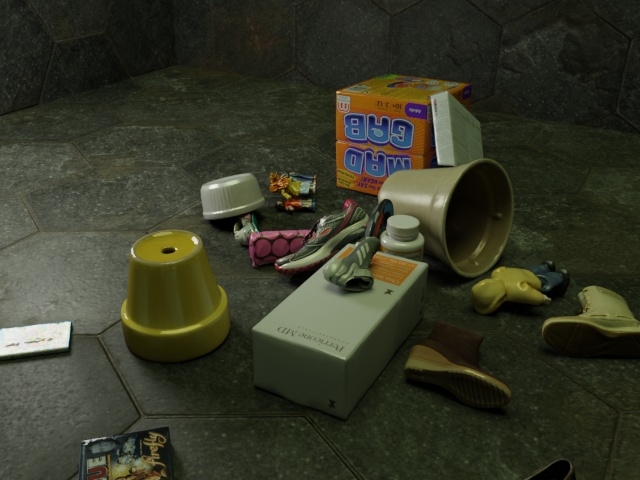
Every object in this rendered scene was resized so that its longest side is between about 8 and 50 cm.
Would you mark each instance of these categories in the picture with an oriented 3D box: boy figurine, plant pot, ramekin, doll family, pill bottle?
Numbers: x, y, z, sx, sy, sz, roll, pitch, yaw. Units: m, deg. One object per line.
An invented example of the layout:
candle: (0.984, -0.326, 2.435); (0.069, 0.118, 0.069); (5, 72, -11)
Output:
boy figurine: (0.521, 0.125, 1.786); (0.285, 0.092, 0.177); (-14, 31, -26)
plant pot: (0.342, -0.082, 1.991); (0.333, 0.334, 0.305); (-22, 23, -38)
ramekin: (-0.289, -0.147, 2.208); (0.207, 0.109, 0.207); (-12, 12, 3)
doll family: (-0.098, -0.195, 2.365); (0.163, 0.118, 0.263); (1, 27, 1)
pill bottle: (0.211, 0.046, 1.791); (0.117, 0.215, 0.117); (1, 26, -1)
plant pot: (-0.346, 0.116, 1.596); (0.253, 0.239, 0.254); (0, 30, 0)

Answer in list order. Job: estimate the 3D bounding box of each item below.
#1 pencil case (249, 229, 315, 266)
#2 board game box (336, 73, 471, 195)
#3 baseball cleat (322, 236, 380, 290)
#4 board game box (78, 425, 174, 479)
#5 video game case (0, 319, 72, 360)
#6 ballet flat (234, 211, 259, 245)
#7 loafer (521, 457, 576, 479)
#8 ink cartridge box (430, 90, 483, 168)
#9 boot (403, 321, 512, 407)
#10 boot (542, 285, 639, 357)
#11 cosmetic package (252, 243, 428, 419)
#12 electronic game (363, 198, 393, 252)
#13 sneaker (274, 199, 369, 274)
pencil case: (-0.102, 0.021, 1.974); (0.209, 0.098, 0.095); (-4, -17, -10)
board game box: (0.300, -0.380, 2.469); (0.356, 0.356, 0.356); (16, 30, 32)
baseball cleat: (0.097, 0.062, 1.581); (0.109, 0.072, 0.206); (33, 44, 26)
board game box: (-0.337, 0.435, 1.191); (0.165, 0.042, 0.243); (-7, 28, -14)
video game case: (-0.677, 0.234, 1.607); (0.166, 0.015, 0.119); (-6, 28, -14)
ballet flat: (-0.226, -0.029, 2.097); (0.079, 0.077, 0.221); (-21, 24, -3)
loafer: (0.312, 0.450, 1.125); (0.302, 0.095, 0.109); (-17, 32, -32)
ink cartridge box: (0.465, -0.286, 2.260); (0.071, 0.330, 0.324); (-9, -15, 30)
boot: (0.326, 0.261, 1.507); (0.248, 0.090, 0.207); (13, 31, 30)
boot: (0.648, 0.188, 1.657); (0.261, 0.095, 0.203); (3, 27, -1)
cosmetic package: (0.060, 0.186, 1.570); (0.230, 0.162, 0.453); (14, 30, 25)
electronic game: (0.163, -0.001, 1.867); (0.048, 0.229, 0.229); (11, 29, 17)
sneaker: (0.000, 0.000, 1.900); (0.299, 0.112, 0.121); (-31, -3, -13)
